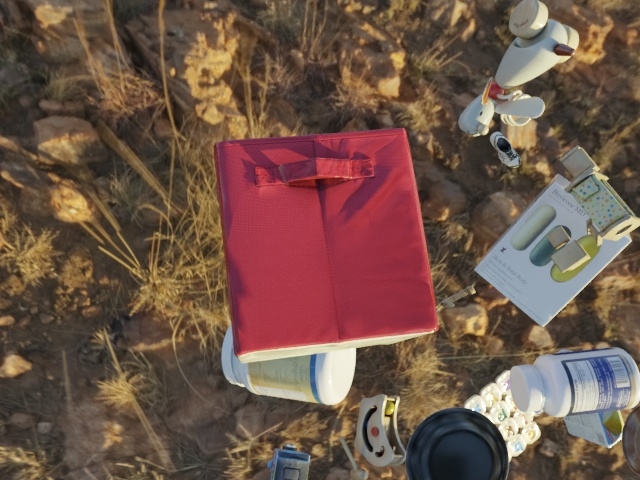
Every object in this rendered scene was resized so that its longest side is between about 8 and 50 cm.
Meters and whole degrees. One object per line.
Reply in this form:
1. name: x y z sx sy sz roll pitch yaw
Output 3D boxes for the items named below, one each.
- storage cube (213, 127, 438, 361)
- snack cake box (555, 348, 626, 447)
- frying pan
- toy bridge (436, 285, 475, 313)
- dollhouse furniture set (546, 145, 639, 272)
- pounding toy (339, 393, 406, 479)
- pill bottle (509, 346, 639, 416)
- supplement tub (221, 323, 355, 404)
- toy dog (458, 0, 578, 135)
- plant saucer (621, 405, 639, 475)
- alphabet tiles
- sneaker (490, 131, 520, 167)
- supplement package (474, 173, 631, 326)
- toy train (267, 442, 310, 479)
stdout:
1. storage cube: -0.007 0.016 0.583 0.183 0.215 0.193 -6 78 -9
2. snack cake box: 0.806 0.477 1.733 0.089 0.152 0.264 -25 99 -21
3. frying pan: 0.237 0.468 1.042 0.197 0.053 0.326 0 55 34
4. toy bridge: 0.420 0.209 1.875 0.188 0.063 0.026 -32 91 -8
5. dollhouse furniture set: 0.455 -0.060 1.049 0.101 0.161 0.182 5 49 -48
6. pounding toy: 0.165 0.605 1.735 0.155 0.154 0.269 19 75 -42
7. pill bottle: 0.383 0.218 0.867 0.169 0.094 0.094 -5 69 -4
8. supplement tub: -0.053 0.197 0.976 0.199 0.144 0.144 2 65 22
9. toy dog: 0.464 -0.366 1.299 0.220 0.334 0.161 -1 41 -14
10. plant saucer: 0.926 0.563 1.592 0.036 0.198 0.199 13 67 -7
11. alphabet tiles: 0.512 0.505 1.601 0.284 0.021 0.278 -35 113 -9
12. sneaker: 0.349 -0.166 1.066 0.032 0.037 0.083 -41 108 14
13. supplement package: 0.528 0.015 1.303 0.199 0.263 0.198 41 25 12
14. toy train: -0.067 0.471 1.044 0.080 0.105 0.184 11 73 -5
